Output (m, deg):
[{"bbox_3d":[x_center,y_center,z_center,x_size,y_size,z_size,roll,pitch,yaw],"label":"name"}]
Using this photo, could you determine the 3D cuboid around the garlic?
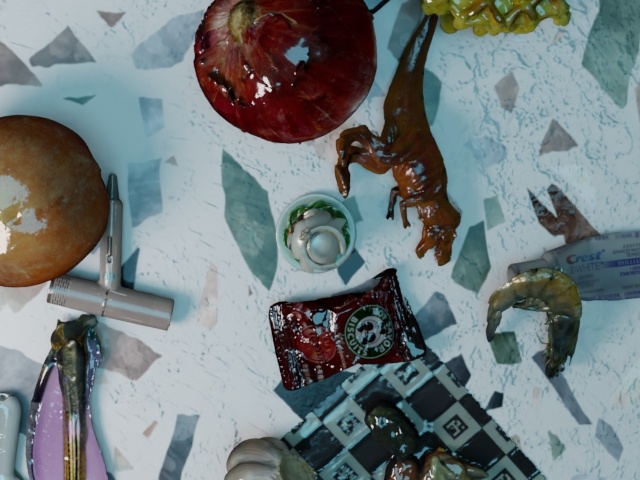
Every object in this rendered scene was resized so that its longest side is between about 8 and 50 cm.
[{"bbox_3d":[-0.109,0.388,1.981,0.127,0.131,0.194,42,131,-6],"label":"garlic"}]

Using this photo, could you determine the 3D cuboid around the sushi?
[{"bbox_3d":[0.133,0.383,2.017,0.343,0.064,0.359,-41,98,3],"label":"sushi"}]

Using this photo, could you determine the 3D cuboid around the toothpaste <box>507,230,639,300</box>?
[{"bbox_3d":[0.435,0.047,1.994,0.282,0.068,0.099,-5,126,-9],"label":"toothpaste"}]

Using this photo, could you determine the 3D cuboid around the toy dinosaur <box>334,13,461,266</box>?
[{"bbox_3d":[0.112,-0.156,1.922,0.208,0.097,0.432,-11,103,-16],"label":"toy dinosaur"}]

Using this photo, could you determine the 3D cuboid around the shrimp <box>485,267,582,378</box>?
[{"bbox_3d":[0.337,0.133,1.979,0.150,0.051,0.217,-3,123,6],"label":"shrimp"}]

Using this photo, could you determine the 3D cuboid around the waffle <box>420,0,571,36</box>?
[{"bbox_3d":[0.257,-0.466,1.850,0.261,0.151,0.324,7,94,-13],"label":"waffle"}]

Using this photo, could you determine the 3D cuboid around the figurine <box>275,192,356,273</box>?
[{"bbox_3d":[0.000,0.000,1.907,0.132,0.154,0.132,-1,99,-4],"label":"figurine"}]

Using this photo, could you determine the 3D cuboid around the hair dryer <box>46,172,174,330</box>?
[{"bbox_3d":[-0.304,0.014,1.949,0.195,0.053,0.221,15,90,-7],"label":"hair dryer"}]

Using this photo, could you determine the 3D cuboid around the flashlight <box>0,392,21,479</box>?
[{"bbox_3d":[-0.507,0.339,1.977,0.093,0.047,0.201,5,98,-4],"label":"flashlight"}]

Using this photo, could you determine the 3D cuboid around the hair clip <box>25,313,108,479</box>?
[{"bbox_3d":[-0.399,0.295,1.975,0.110,0.095,0.359,-9,111,-37],"label":"hair clip"}]

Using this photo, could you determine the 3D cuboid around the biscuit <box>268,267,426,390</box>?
[{"bbox_3d":[0.039,0.141,1.976,0.235,0.063,0.151,-16,102,-3],"label":"biscuit"}]

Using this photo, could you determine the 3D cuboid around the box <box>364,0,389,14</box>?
[{"bbox_3d":[0.082,-0.429,1.917,0.125,0.027,0.126,-40,97,0],"label":"box"}]

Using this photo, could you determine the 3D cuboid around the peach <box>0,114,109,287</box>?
[{"bbox_3d":[-0.433,-0.063,1.832,0.252,0.252,0.253,-1,98,-4],"label":"peach"}]

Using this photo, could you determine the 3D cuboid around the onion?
[{"bbox_3d":[-0.050,-0.275,1.827,0.276,0.276,0.276,-1,98,-4],"label":"onion"}]
